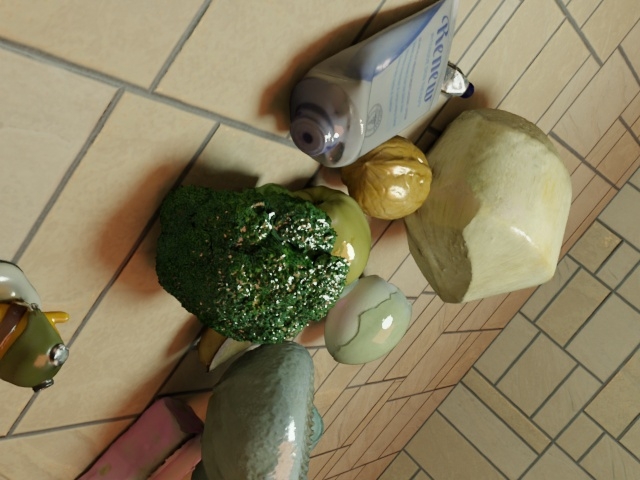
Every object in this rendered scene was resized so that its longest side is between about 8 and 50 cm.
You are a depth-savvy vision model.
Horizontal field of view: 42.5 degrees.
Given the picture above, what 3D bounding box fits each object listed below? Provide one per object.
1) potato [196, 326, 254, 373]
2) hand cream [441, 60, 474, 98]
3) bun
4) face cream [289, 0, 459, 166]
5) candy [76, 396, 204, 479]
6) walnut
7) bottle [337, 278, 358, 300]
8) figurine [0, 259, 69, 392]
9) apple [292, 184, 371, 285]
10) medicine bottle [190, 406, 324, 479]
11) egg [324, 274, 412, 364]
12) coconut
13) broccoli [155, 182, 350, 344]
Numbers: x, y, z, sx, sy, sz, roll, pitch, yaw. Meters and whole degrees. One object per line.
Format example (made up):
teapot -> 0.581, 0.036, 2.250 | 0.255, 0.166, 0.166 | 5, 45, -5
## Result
potato -> -0.134, 0.133, 1.550 | 0.243, 0.098, 0.138 | -25, 146, -33
hand cream -> 0.246, -0.308, 1.578 | 0.062, 0.039, 0.163 | -53, 149, 18
bun -> -0.118, 0.365, 1.613 | 0.362, 0.211, 0.361 | 8, 90, -83
face cream -> 0.100, -0.251, 1.349 | 0.420, 0.137, 0.234 | -38, 145, -40
candy -> -0.350, 0.452, 1.658 | 0.265, 0.116, 0.155 | -46, 157, -4
walnut -> 0.121, -0.118, 1.510 | 0.159, 0.159, 0.207 | -52, 152, 12
bottle -> -0.041, 0.128, 1.708 | 0.270, 0.083, 0.083 | -32, 152, -27
figurine -> -0.421, 0.132, 1.032 | 0.166, 0.141, 0.250 | -53, 155, 18
apple -> 0.000, 0.000, 1.466 | 0.200, 0.200, 0.200 | -37, 154, -22
medicine bottle -> -0.142, 0.501, 1.923 | 0.245, 0.245, 0.290 | -14, 139, -51
egg -> 0.101, 0.194, 1.917 | 0.217, 0.183, 0.183 | -49, 156, -12
coconut -> 0.336, -0.056, 1.731 | 0.415, 0.345, 0.415 | -28, 124, -52
broccoli -> -0.108, 0.025, 1.268 | 0.275, 0.308, 0.308 | -80, -164, -58
